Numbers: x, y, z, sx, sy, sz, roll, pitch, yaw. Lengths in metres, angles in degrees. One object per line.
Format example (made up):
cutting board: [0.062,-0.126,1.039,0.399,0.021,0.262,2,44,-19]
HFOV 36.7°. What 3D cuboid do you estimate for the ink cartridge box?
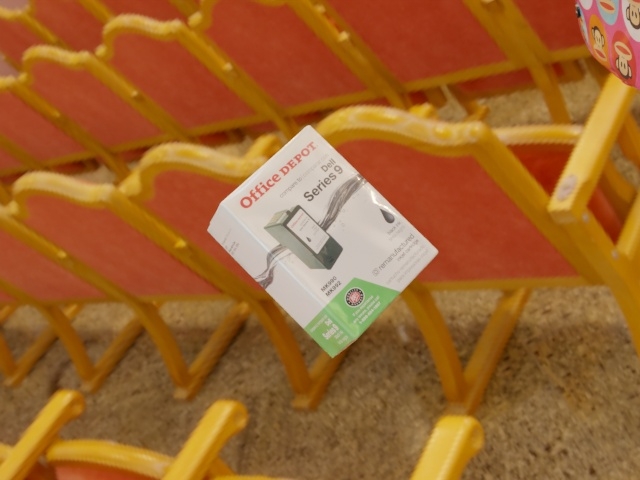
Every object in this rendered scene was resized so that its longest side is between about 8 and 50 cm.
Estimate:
ink cartridge box: [0.000,0.000,1.497,0.211,0.289,0.121,-44,-3,-25]

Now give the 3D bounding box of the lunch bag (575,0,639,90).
lunch bag: [0.353,-0.288,0.989,0.120,0.258,0.293,-16,27,-2]
